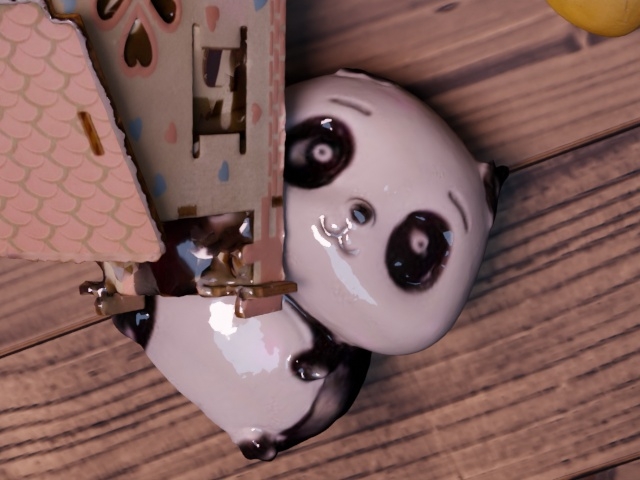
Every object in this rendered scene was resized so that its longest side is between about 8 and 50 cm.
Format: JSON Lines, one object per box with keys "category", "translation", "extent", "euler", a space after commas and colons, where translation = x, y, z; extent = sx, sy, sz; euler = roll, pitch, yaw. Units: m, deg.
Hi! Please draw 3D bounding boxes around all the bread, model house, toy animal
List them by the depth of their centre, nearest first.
{"category": "model house", "translation": [-0.131, -0.110, 0.969], "extent": [0.169, 0.244, 0.326], "euler": [4, 97, 25]}
{"category": "bread", "translation": [0.188, -0.176, 1.105], "extent": [0.082, 0.056, 0.115], "euler": [33, 113, -14]}
{"category": "toy animal", "translation": [-0.004, 0.005, 1.143], "extent": [0.187, 0.165, 0.235], "euler": [45, 112, -6]}
